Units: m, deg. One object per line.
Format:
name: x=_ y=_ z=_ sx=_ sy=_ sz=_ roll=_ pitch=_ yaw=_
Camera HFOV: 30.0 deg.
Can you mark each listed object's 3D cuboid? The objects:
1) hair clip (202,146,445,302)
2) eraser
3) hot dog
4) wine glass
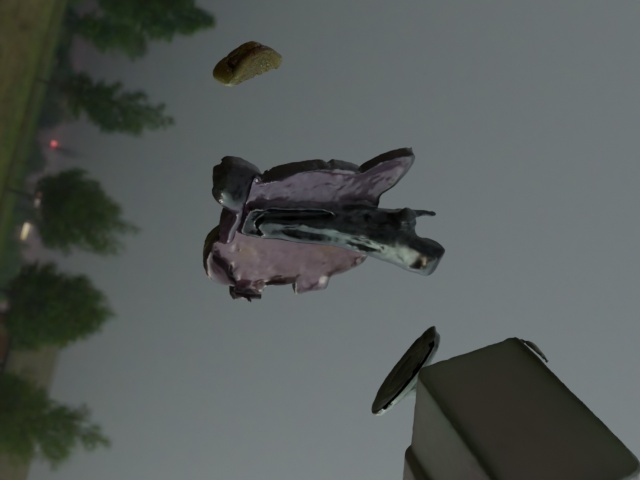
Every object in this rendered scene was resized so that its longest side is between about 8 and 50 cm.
hair clip: x=-0.001 y=-0.006 z=0.889 sx=0.146 sy=0.187 sz=0.056 roll=110 pitch=-23 yaw=-45
eraser: x=0.106 y=0.206 z=0.731 sx=0.130 sy=0.086 sz=0.287 roll=51 pitch=-30 yaw=45
hot dog: x=-0.076 y=-0.192 z=1.268 sx=0.090 sy=0.030 sz=0.034 roll=-29 pitch=141 yaw=-43
wine glass: x=0.179 y=0.213 z=1.301 sx=0.126 sy=0.241 sz=0.126 roll=-51 pitch=-176 yaw=5
